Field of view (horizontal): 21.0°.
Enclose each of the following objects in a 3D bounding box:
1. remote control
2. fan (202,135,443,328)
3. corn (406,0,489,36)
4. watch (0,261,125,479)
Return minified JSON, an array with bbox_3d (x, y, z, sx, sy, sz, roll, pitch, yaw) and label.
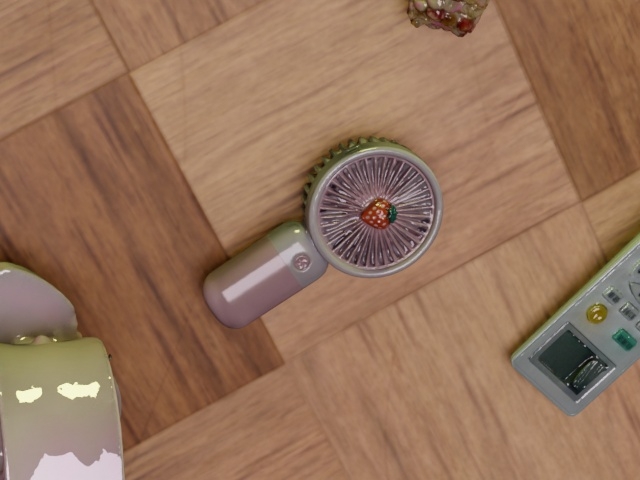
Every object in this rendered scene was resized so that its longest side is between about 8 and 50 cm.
[{"bbox_3d":[0.322,0.047,1.736,0.293,0.051,0.103,-45,113,8],"label":"remote control"},{"bbox_3d":[0.000,0.000,1.621,0.244,0.074,0.130,-35,115,0],"label":"fan"},{"bbox_3d":[0.144,-0.315,1.536,0.092,0.092,0.280,11,108,-18],"label":"corn"},{"bbox_3d":[-0.262,0.163,1.522,0.196,0.231,0.244,-4,116,-14],"label":"watch"}]
